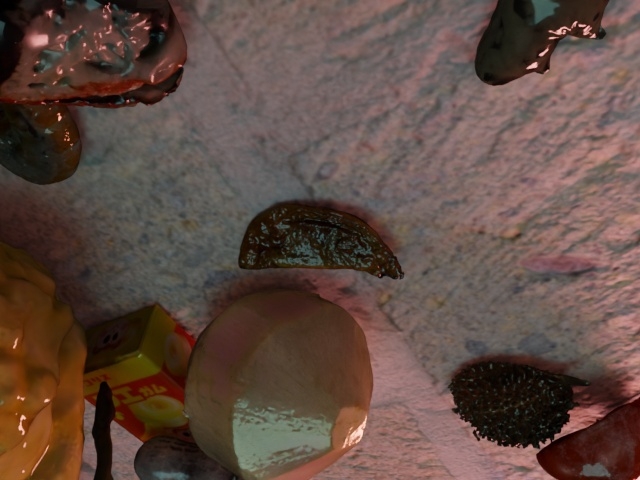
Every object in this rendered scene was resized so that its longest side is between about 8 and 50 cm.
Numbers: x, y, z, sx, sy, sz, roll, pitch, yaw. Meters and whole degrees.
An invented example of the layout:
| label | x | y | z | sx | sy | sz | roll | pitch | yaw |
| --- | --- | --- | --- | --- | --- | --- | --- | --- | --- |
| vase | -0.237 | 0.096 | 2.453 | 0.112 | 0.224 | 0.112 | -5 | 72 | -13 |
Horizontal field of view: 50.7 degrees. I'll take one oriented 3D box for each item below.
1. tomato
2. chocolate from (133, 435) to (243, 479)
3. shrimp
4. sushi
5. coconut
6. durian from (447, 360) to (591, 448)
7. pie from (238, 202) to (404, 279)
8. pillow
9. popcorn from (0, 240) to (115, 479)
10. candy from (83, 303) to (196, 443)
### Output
| label | x | y | z | sx | sy | sz | roll | pitch | yaw |
| --- | --- | --- | --- | --- | --- | --- | --- | --- | --- |
| tomato | 0.368 | 0.279 | 0.876 | 0.159 | 0.091 | 0.139 | -29 | 156 | 8 |
| chocolate | -0.168 | 0.305 | 0.910 | 0.166 | 0.072 | 0.072 | 6 | 134 | 2 |
| shrimp | -0.308 | -0.124 | 0.656 | 0.132 | 0.052 | 0.188 | 3 | 136 | 5 |
| sushi | -0.251 | -0.176 | 0.499 | 0.331 | 0.124 | 0.130 | -5 | 149 | -34 |
| coconut | -0.046 | 0.172 | 0.797 | 0.197 | 0.237 | 0.237 | 3 | 144 | -42 |
| durian | 0.260 | 0.219 | 0.878 | 0.188 | 0.091 | 0.148 | -26 | 125 | 26 |
| pie | -0.002 | -0.002 | 0.744 | 0.190 | 0.033 | 0.088 | 4 | 126 | 12 |
| pillow | 0.194 | -0.216 | 0.503 | 0.093 | 0.051 | 0.241 | 12 | 131 | -3 |
| popcorn | -0.382 | 0.183 | 0.732 | 0.381 | 0.349 | 0.349 | 43 | 125 | -14 |
| candy | -0.203 | 0.219 | 0.942 | 0.146 | 0.088 | 0.276 | -21 | 128 | 26 |
